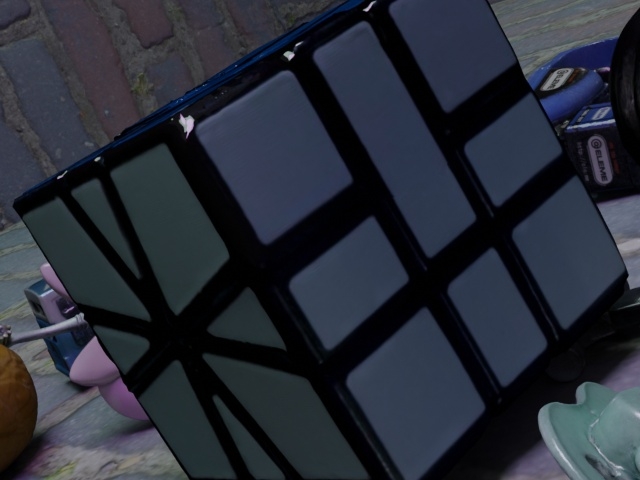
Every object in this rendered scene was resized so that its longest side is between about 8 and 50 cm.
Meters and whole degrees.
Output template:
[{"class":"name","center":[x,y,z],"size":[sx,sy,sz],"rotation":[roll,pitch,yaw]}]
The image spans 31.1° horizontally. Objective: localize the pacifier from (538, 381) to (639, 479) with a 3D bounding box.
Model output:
[{"class":"pacifier","center":[0.157,0.137,0.587],"size":[0.117,0.126,0.150],"rotation":[-57,-15,18]}]

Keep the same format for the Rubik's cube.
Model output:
[{"class":"Rubik's cube","center":[0.000,0.000,0.842],"size":[0.283,0.294,0.288],"rotation":[-41,17,-33]}]

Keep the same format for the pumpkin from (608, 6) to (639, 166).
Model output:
[{"class":"pumpkin","center":[0.377,-0.176,0.975],"size":[0.295,0.296,0.296],"rotation":[-23,14,6]}]

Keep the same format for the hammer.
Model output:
[{"class":"hammer","center":[0.304,0.025,0.835],"size":[0.289,0.037,0.137],"rotation":[-19,16,22]}]

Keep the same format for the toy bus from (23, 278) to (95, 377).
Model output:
[{"class":"toy bus","center":[-0.198,0.049,1.389],"size":[0.297,0.131,0.106],"rotation":[-31,16,-22]}]

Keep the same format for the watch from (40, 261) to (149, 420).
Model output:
[{"class":"watch","center":[-0.132,0.063,1.191],"size":[0.248,0.211,0.217],"rotation":[-15,-4,3]}]

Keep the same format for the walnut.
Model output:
[{"class":"walnut","center":[-0.372,0.175,1.153],"size":[0.165,0.165,0.197],"rotation":[-23,10,6]}]

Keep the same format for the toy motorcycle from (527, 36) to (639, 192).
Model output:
[{"class":"toy motorcycle","center":[0.323,-0.151,1.314],"size":[0.212,0.125,0.358],"rotation":[-5,24,32]}]

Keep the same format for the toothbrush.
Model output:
[{"class":"toothbrush","center":[-0.221,0.084,1.305],"size":[0.375,0.028,0.037],"rotation":[-9,-31,-24]}]
